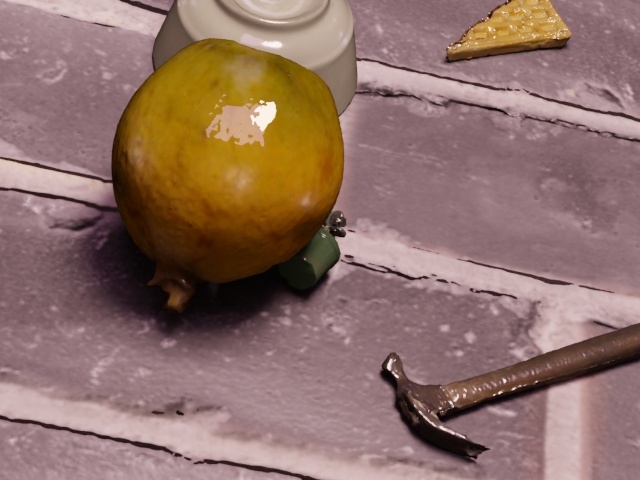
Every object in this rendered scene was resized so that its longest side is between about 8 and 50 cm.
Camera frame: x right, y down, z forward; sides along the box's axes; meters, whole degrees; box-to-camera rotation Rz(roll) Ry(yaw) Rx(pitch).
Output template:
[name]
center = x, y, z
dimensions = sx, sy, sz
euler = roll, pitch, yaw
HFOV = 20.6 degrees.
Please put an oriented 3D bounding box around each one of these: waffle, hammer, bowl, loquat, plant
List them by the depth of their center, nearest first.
[loquat]
center = -0.091, -0.052, 1.555
dimensions = 0.213, 0.213, 0.246
euler = 20, 80, 4
[hammer]
center = 0.205, 0.115, 1.592
dimensions = 0.297, 0.027, 0.125
euler = -15, 55, -25
[plant]
center = 0.000, 0.000, 1.627
dimensions = 0.051, 0.051, 0.102
euler = 26, 44, 9
[bowl]
center = -0.057, -0.214, 1.758
dimensions = 0.212, 0.112, 0.211
euler = 7, 47, -7
[waffle]
center = 0.186, -0.237, 1.891
dimensions = 0.153, 0.023, 0.097
euler = -10, 52, -20
